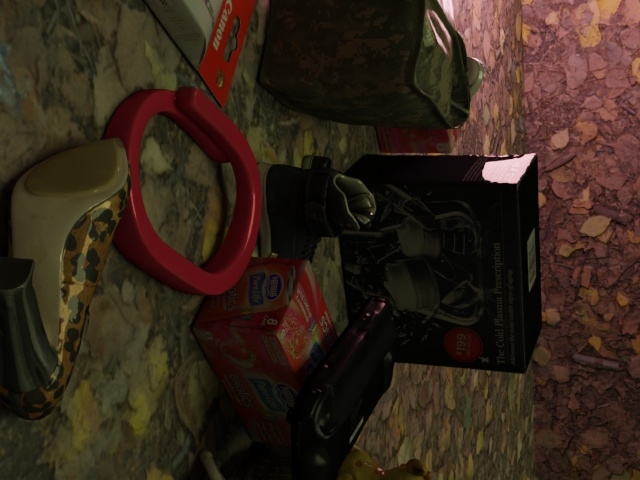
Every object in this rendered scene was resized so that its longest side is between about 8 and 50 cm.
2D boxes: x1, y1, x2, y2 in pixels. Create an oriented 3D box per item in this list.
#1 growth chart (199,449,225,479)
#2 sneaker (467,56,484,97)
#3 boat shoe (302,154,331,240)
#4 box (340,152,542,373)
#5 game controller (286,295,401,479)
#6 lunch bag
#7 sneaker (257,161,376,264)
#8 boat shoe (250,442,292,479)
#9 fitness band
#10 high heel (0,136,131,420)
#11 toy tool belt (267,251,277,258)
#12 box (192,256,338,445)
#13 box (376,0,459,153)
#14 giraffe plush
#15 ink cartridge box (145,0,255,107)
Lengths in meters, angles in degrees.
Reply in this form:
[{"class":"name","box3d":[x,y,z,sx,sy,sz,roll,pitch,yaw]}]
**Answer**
[{"class":"growth chart","box3d":[-0.077,0.364,1.147,0.021,0.172,0.237,-37,132,-5]},{"class":"sneaker","box3d":[0.141,-0.269,1.508,0.153,0.235,0.094,19,72,-53]},{"class":"boat shoe","box3d":[-0.005,-0.062,1.404,0.049,0.040,0.142,-12,103,-67]},{"class":"box","box3d":[0.213,0.034,1.584,0.179,0.312,0.343,-45,132,-58]},{"class":"game controller","box3d":[0.034,0.202,1.200,0.319,0.067,0.167,-45,148,-58]},{"class":"lunch bag","box3d":[0.081,-0.252,1.338,0.287,0.235,0.169,29,68,-65]},{"class":"sneaker","box3d":[-0.001,0.000,1.269,0.086,0.163,0.226,-57,144,-53]},{"class":"boat shoe","box3d":[-0.062,0.323,1.244,0.178,0.064,0.060,-65,172,-78]},{"class":"fitness band","box3d":[-0.154,-0.053,1.047,0.291,0.054,0.209,44,55,-59]},{"class":"high heel","box3d":[-0.237,0.031,0.847,0.261,0.093,0.186,-72,172,-50]},{"class":"toy tool belt","box3d":[-0.055,0.058,1.243,0.051,0.052,0.083,-50,119,-13]},{"class":"box","box3d":[-0.054,0.152,1.202,0.257,0.122,0.128,71,32,-42]},{"class":"box","box3d":[0.171,-0.322,1.664,0.154,0.142,0.300,-65,148,-43]},{"class":"giraffe plush","box3d":[0.111,0.442,1.560,0.181,0.170,0.210,49,48,-58]},{"class":"ink cartridge box","box3d":[-0.122,-0.303,1.090,0.232,0.066,0.189,50,47,-52]}]
